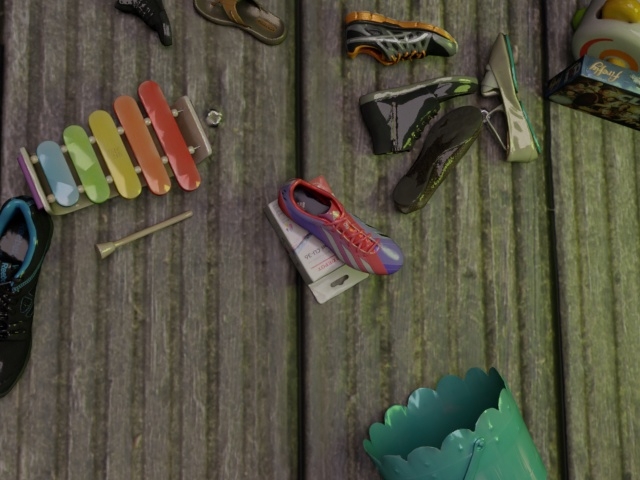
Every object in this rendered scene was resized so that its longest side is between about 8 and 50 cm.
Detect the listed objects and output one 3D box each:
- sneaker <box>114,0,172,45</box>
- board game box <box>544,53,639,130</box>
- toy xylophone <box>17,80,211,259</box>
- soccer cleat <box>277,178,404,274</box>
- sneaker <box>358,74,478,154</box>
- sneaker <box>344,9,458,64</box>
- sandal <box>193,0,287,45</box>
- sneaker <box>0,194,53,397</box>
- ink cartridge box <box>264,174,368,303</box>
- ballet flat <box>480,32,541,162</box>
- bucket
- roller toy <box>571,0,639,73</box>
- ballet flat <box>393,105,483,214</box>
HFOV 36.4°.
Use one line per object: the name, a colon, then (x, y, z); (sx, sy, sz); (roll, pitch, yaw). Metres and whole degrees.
sneaker: (-0.324, -0.416, 1.729); (0.089, 0.051, 0.170); (-15, 80, -11)
board game box: (0.561, -0.265, 1.803); (0.243, 0.165, 0.042); (17, 80, -7)
toy xylophone: (-0.332, -0.116, 1.649); (0.323, 0.081, 0.236); (-31, 90, -24)
soccer cleat: (0.037, -0.021, 1.644); (0.248, 0.095, 0.083); (34, 76, -3)
sneaker: (0.188, -0.228, 1.783); (0.222, 0.083, 0.118); (-13, 90, -2)
sneaker: (0.145, -0.360, 1.790); (0.215, 0.084, 0.083); (10, 83, 1)
sandal: (-0.141, -0.413, 1.759); (0.180, 0.049, 0.072); (25, 79, -6)
sneaker: (-0.523, 0.089, 1.577); (0.125, 0.139, 0.340); (9, 81, -8)
ink cartridge box: (0.000, 0.000, 1.717); (0.115, 0.067, 0.198); (-30, 88, -13)
ballet flat: (0.341, -0.261, 1.813); (0.086, 0.086, 0.248); (-14, 86, -12)
bucket: (0.225, 0.355, 1.608); (0.281, 0.281, 0.183); (-30, 97, -12)
roller toy: (0.571, -0.371, 1.798); (0.191, 0.209, 0.146); (33, 72, -8)
ballet flat: (0.218, -0.145, 1.786); (0.084, 0.058, 0.250); (24, 69, 34)
